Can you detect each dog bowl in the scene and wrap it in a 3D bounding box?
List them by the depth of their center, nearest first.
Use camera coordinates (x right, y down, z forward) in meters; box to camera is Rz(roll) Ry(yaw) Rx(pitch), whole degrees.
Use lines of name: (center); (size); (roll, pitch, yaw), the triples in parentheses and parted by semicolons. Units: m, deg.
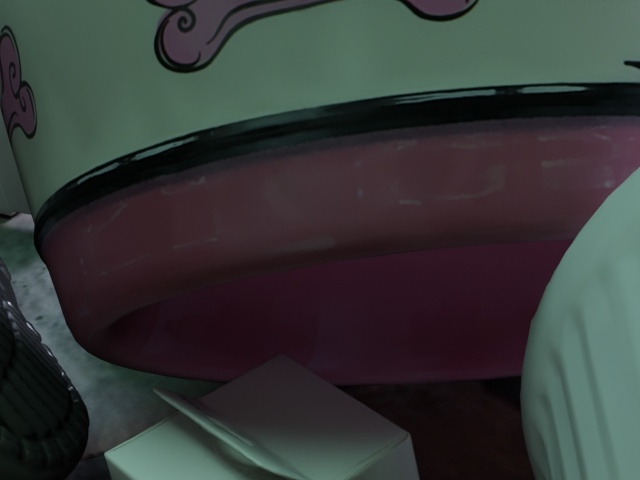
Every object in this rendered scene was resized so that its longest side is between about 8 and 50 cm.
dog bowl: (0.060, -0.034, 0.742); (0.407, 0.150, 0.408); (-3, -13, -1)

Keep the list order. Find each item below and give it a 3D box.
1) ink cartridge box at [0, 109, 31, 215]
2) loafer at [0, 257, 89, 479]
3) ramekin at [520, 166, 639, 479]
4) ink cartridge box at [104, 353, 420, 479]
ink cartridge box: (-0.269, -0.145, 1.183); (0.353, 0.207, 0.119); (12, 38, 35)
loafer: (-0.221, 0.064, 0.911); (0.130, 0.134, 0.366); (-40, 23, -3)
ramekin: (0.204, 0.087, 0.544); (0.277, 0.277, 0.135); (-7, 36, 9)
ink cartridge box: (-0.015, 0.122, 0.684); (0.090, 0.143, 0.092); (-28, 33, -27)
